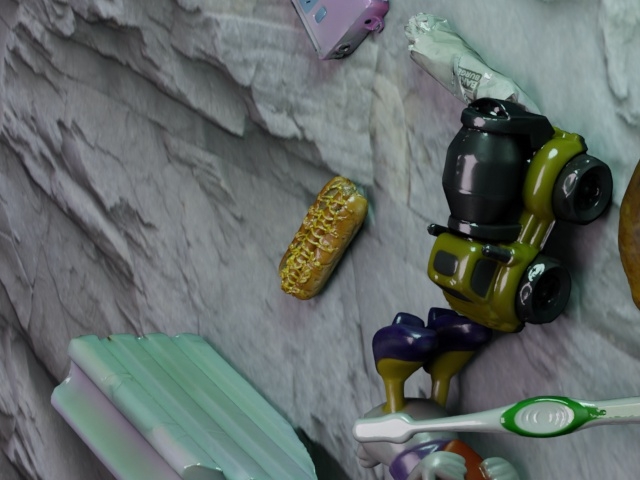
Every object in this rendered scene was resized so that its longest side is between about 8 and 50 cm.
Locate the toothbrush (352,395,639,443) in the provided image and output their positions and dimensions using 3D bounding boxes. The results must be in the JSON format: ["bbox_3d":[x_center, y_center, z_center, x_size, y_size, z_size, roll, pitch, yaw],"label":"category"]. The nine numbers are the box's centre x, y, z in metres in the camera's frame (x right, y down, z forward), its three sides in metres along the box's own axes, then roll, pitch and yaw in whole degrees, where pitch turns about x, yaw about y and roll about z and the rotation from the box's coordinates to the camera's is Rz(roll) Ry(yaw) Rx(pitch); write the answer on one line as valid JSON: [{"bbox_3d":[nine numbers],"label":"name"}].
[{"bbox_3d":[0.227,0.169,1.618,0.418,0.040,0.042,-7,84,23],"label":"toothbrush"}]

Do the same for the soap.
[{"bbox_3d":[-0.151,0.244,2.032,0.347,0.208,0.115,39,118,41],"label":"soap"}]

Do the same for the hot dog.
[{"bbox_3d":[0.000,0.000,1.998,0.071,0.045,0.165,52,123,34],"label":"hot dog"}]

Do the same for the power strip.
[{"bbox_3d":[-0.006,-0.344,2.029,0.109,0.037,0.279,-47,55,35],"label":"power strip"}]

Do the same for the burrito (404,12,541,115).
[{"bbox_3d":[0.157,-0.183,1.824,0.203,0.064,0.064,47,121,38],"label":"burrito"}]

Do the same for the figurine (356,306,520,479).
[{"bbox_3d":[0.105,0.278,1.787,0.193,0.154,0.421,-15,75,49],"label":"figurine"}]

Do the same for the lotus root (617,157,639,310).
[{"bbox_3d":[0.376,-0.038,1.485,0.193,0.193,0.291,55,126,35],"label":"lotus root"}]

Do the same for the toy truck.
[{"bbox_3d":[0.176,-0.026,1.702,0.147,0.165,0.224,24,97,45],"label":"toy truck"}]
